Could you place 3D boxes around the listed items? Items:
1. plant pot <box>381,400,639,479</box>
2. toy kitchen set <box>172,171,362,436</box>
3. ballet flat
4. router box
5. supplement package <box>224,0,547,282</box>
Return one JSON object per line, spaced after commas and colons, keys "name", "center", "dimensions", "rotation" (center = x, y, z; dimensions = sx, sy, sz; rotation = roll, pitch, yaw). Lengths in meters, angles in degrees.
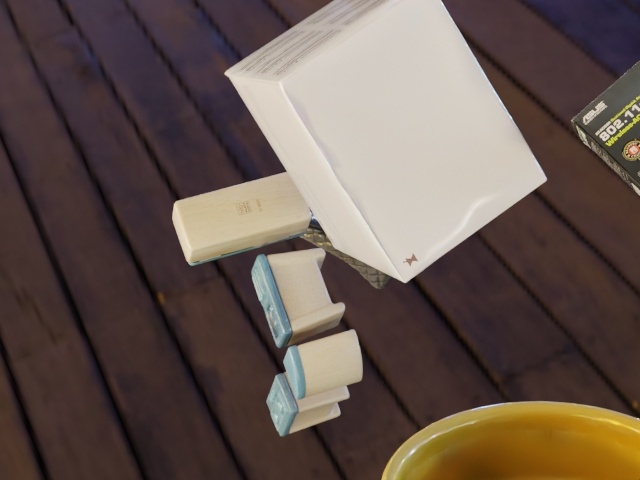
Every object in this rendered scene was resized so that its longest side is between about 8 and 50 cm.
{"name": "plant pot", "center": [0.173, 0.287, 1.241], "dimensions": [0.254, 0.239, 0.254], "rotation": [-2, 26, 1]}
{"name": "toy kitchen set", "center": [-0.058, 0.071, 1.548], "dimensions": [0.122, 0.166, 0.207], "rotation": [-15, 70, -15]}
{"name": "ballet flat", "center": [0.000, 0.000, 1.696], "dimensions": [0.173, 0.049, 0.057], "rotation": [25, 22, 6]}
{"name": "router box", "center": [0.268, -0.097, 1.236], "dimensions": [0.122, 0.038, 0.092], "rotation": [-41, 51, 2]}
{"name": "supplement package", "center": [0.049, -0.096, 1.351], "dimensions": [0.149, 0.194, 0.203], "rotation": [-35, 15, -8]}
